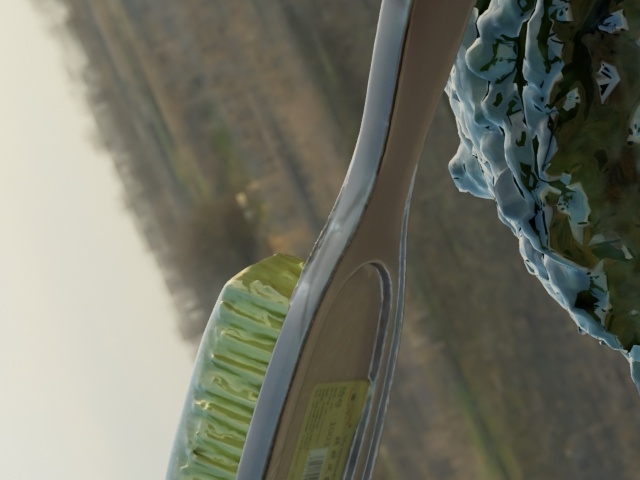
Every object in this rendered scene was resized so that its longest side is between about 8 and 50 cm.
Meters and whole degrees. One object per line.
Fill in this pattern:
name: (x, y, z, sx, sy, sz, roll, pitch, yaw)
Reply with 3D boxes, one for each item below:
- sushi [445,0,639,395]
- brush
sushi: (0.209, -0.106, 0.751, 0.294, 0.352, 0.178, 54, -176, -26)
brush: (-0.002, 0.000, 0.655, 0.072, 0.067, 0.313, -7, -66, -60)
